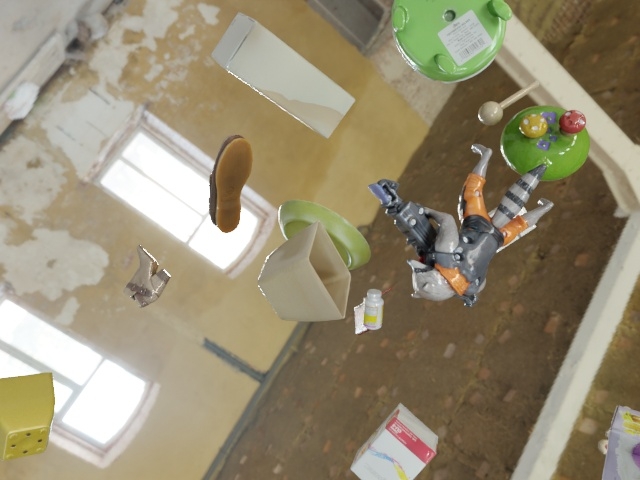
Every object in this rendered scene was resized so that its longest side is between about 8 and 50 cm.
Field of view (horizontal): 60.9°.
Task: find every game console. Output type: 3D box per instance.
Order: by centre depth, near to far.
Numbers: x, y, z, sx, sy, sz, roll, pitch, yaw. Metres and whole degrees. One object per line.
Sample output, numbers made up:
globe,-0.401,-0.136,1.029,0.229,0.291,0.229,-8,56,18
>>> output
game console,0.158,0.213,1.619,0.144,0.085,0.124,122,-33,-70

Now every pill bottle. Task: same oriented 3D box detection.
pill bottle,0.116,0.150,1.195,0.043,0.044,0.083,-108,-161,-70

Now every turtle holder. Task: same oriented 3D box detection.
turtle holder,0.260,-0.501,1.246,0.243,0.320,0.227,-64,175,9

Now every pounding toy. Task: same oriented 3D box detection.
pounding toy,0.469,-0.251,1.159,0.183,0.236,0.110,-30,157,-3

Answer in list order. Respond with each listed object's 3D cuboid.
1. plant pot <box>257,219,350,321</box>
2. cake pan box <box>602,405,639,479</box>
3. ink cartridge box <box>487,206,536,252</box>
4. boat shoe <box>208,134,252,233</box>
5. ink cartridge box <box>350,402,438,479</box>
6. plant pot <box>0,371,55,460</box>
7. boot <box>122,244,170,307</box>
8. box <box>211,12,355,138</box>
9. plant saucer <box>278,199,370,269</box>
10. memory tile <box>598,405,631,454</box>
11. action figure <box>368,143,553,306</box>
plant pot,-0.026,0.055,0.785,0.096,0.109,0.109,-21,-154,19
cake pan box,0.588,0.413,0.873,0.246,0.266,0.070,15,-141,35
ink cartridge box,0.501,-0.041,1.489,0.135,0.099,0.056,-33,179,-5
boat shoe,-0.186,-0.116,1.065,0.073,0.073,0.206,49,-49,42
ink cartridge box,0.181,0.517,1.327,0.176,0.127,0.128,-52,169,7
plant pot,-0.387,0.232,0.702,0.083,0.082,0.081,43,-60,43
boot,-0.358,0.074,1.085,0.087,0.118,0.042,-45,154,-9
box,-0.084,-0.384,1.281,0.121,0.311,0.148,-54,-145,11
plant saucer,0.000,0.000,1.259,0.241,0.241,0.037,-22,-148,59
memory tile,0.784,0.508,1.382,0.148,0.113,0.012,-45,168,-21
action figure,0.267,-0.034,1.042,0.330,0.341,0.178,-54,-161,-12
